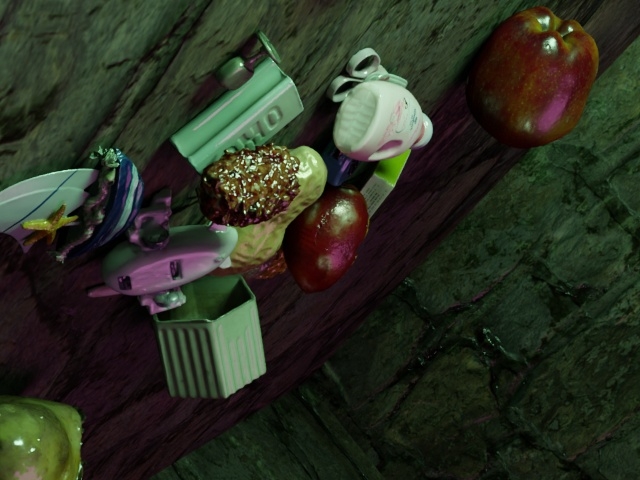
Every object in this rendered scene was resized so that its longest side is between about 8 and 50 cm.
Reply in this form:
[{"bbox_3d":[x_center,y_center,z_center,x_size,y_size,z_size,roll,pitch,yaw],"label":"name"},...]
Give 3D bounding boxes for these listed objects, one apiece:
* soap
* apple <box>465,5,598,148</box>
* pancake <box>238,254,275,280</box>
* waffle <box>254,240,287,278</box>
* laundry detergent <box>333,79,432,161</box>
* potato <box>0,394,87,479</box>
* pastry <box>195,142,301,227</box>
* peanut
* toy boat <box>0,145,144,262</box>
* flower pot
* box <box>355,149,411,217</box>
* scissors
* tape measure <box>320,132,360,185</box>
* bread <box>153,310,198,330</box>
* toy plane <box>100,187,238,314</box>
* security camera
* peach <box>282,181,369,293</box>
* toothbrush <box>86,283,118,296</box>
[{"bbox_3d":[-0.127,-0.181,1.275,0.198,0.066,0.119,-40,164,-3],"label":"soap"},{"bbox_3d":[0.479,-0.365,1.887,0.288,0.288,0.317,-29,149,-38],"label":"apple"},{"bbox_3d":[-0.171,0.050,1.855,0.151,0.025,0.152,-23,149,-15],"label":"pancake"},{"bbox_3d":[-0.070,0.002,1.995,0.249,0.056,0.253,-47,163,22],"label":"waffle"},{"bbox_3d":[0.136,-0.226,1.619,0.159,0.087,0.335,-62,158,14],"label":"laundry detergent"},{"bbox_3d":[-0.588,0.384,1.474,0.288,0.301,0.237,-27,139,20],"label":"potato"},{"bbox_3d":[-0.111,-0.083,1.264,0.097,0.115,0.208,-35,174,37],"label":"pastry"},{"bbox_3d":[-0.114,-0.053,1.546,0.313,0.149,0.149,-49,164,12],"label":"peanut"},{"bbox_3d":[-0.378,-0.044,1.100,0.291,0.067,0.220,-3,141,-50],"label":"toy boat"},{"bbox_3d":[-0.236,0.199,1.718,0.239,0.209,0.190,-30,121,-43],"label":"flower pot"},{"bbox_3d":[0.113,-0.109,1.991,0.260,0.062,0.175,-55,-176,42],"label":"box"},{"bbox_3d":[0.104,-0.308,1.561,0.118,0.030,0.242,-48,160,27],"label":"scissors"},{"bbox_3d":[0.045,-0.178,1.691,0.125,0.081,0.146,-50,172,-33],"label":"tape measure"},{"bbox_3d":[-0.290,0.163,1.883,0.200,0.077,0.116,-33,156,-29],"label":"bread"},{"bbox_3d":[-0.257,0.021,1.412,0.244,0.117,0.245,-17,132,-19],"label":"toy plane"},{"bbox_3d":[-0.107,-0.251,1.168,0.092,0.058,0.058,-31,168,11],"label":"security camera"},{"bbox_3d":[-0.004,-0.004,1.822,0.153,0.159,0.267,21,102,-31],"label":"peach"},{"bbox_3d":[-0.342,0.081,1.591,0.025,0.029,0.307,-58,158,19],"label":"toothbrush"}]
